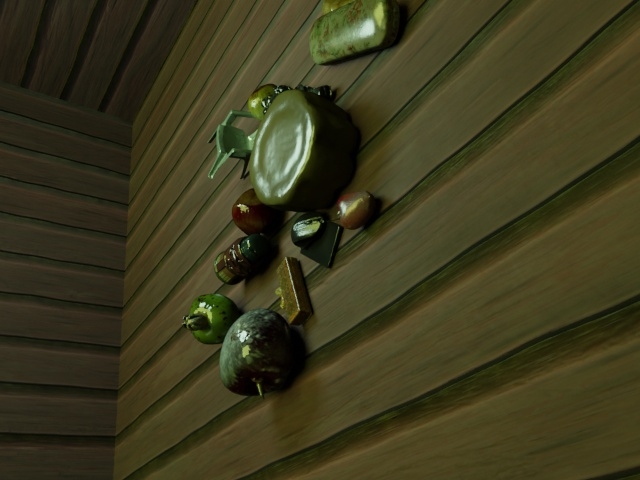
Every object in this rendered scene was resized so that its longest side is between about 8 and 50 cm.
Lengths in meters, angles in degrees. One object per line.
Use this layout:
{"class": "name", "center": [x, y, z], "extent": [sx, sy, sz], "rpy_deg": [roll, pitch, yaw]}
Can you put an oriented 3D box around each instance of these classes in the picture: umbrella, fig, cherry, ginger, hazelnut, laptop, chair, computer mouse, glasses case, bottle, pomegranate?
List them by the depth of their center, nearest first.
{"class": "cherry", "center": [0.098, -0.082, 1.630], "extent": [0.126, 0.087, 0.106], "rpy_deg": [-6, 65, 38]}
{"class": "cherry", "center": [-0.191, 0.345, 1.801], "extent": [0.255, 0.218, 0.296], "rpy_deg": [-56, 23, 35]}
{"class": "laptop", "center": [0.000, 0.000, 1.822], "extent": [0.197, 0.016, 0.135], "rpy_deg": [28, 102, 59]}
{"class": "glasses case", "center": [0.093, -0.645, 1.830], "extent": [0.425, 0.098, 0.156], "rpy_deg": [9, 102, 58]}
{"class": "computer mouse", "center": [-0.049, -0.037, 1.844], "extent": [0.172, 0.057, 0.099], "rpy_deg": [-31, 46, 50]}
{"class": "glasses case", "center": [-0.083, 0.156, 1.856], "extent": [0.075, 0.049, 0.218], "rpy_deg": [-55, 37, 36]}
{"class": "ginger", "center": [0.087, -0.764, 1.924], "extent": [0.299, 0.065, 0.117], "rpy_deg": [7, 103, 60]}
{"class": "umbrella", "center": [-0.092, -0.462, 2.042], "extent": [0.337, 0.128, 0.154], "rpy_deg": [17, 91, 55]}
{"class": "bottle", "center": [-0.266, 0.060, 2.104], "extent": [0.271, 0.143, 0.156], "rpy_deg": [-35, 11, 50]}
{"class": "hazelnut", "center": [-0.227, -0.104, 2.106], "extent": [0.170, 0.160, 0.201], "rpy_deg": [-47, 2, 19]}
{"class": "pomegranate", "center": [-0.403, 0.286, 2.140], "extent": [0.202, 0.248, 0.202], "rpy_deg": [-3, 83, 28]}
{"class": "fig", "center": [-0.208, -0.525, 2.240], "extent": [0.136, 0.121, 0.153], "rpy_deg": [5, 68, 51]}
{"class": "chair", "center": [-0.314, -0.379, 2.324], "extent": [0.275, 0.191, 0.203], "rpy_deg": [-44, 45, 52]}

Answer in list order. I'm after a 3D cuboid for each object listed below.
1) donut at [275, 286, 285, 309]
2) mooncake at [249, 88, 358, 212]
{"class": "donut", "center": [-0.119, 0.186, 1.912], "extent": [0.067, 0.038, 0.083], "rpy_deg": [-15, 65, 52]}
{"class": "mooncake", "center": [-0.050, -0.267, 1.842], "extent": [0.378, 0.201, 0.378], "rpy_deg": [-18, 67, 51]}
